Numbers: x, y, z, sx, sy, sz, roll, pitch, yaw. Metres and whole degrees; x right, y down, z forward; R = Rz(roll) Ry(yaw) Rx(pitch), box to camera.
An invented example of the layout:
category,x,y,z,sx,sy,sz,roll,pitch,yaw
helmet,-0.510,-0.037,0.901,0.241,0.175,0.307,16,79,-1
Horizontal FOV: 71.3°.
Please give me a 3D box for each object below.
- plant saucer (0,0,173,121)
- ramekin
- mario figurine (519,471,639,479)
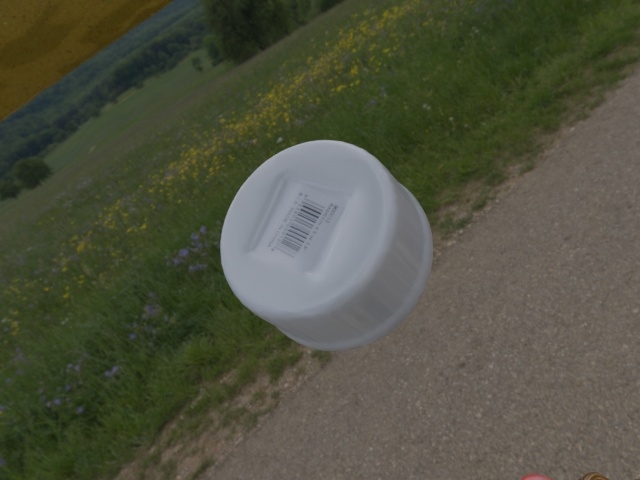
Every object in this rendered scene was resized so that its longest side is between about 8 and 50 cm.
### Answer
category,x,y,z,sx,sy,sz,roll,pitch,yaw
plant saucer,-0.256,-0.308,0.335,0.333,0.332,0.081,-43,2,-12
ramekin,0.000,0.000,0.605,0.278,0.135,0.276,-11,64,23
mario figurine,0.410,0.470,0.705,0.198,0.320,0.170,36,62,23
